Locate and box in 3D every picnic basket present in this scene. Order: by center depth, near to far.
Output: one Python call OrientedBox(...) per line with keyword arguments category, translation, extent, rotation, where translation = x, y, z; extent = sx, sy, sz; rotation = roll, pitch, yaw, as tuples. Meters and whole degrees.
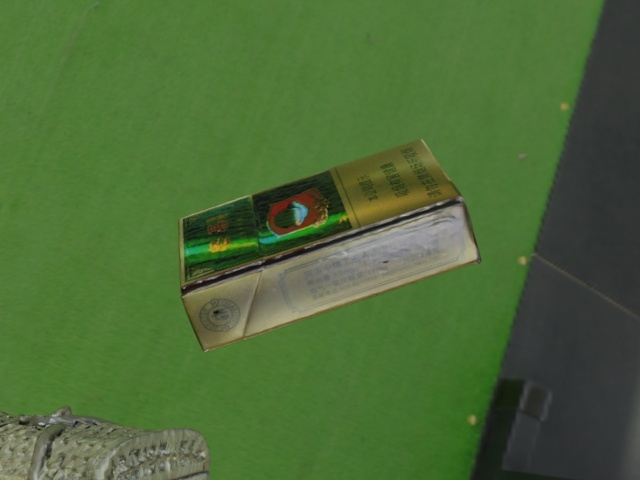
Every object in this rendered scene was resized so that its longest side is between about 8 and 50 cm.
OrientedBox(category="picnic basket", translation=(-0.190, 0.196, 0.761), extent=(0.134, 0.196, 0.154), rotation=(7, 83, -61))

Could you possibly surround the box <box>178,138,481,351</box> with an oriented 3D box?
OrientedBox(category="box", translation=(0.000, 0.000, 0.915), extent=(0.240, 0.159, 0.071), rotation=(-19, 117, -1))
